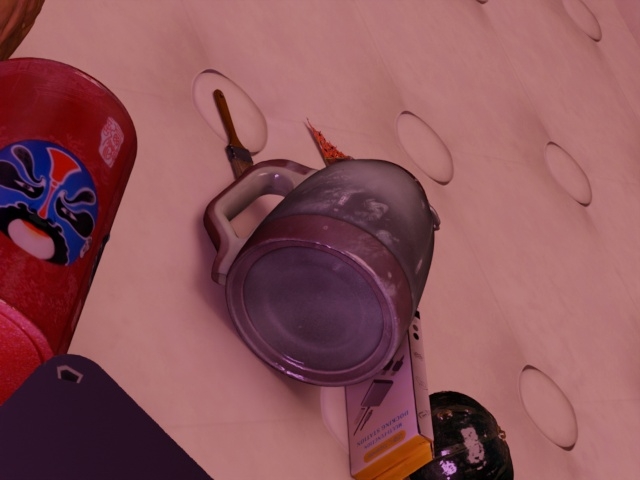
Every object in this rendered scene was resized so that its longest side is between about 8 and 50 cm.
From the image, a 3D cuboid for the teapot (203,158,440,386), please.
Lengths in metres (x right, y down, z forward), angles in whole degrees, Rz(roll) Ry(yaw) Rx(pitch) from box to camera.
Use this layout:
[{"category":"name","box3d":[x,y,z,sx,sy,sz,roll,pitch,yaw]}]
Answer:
[{"category":"teapot","box3d":[0.000,0.000,1.969,0.315,0.233,0.312,18,37,11]}]

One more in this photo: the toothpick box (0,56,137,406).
[{"category":"toothpick box","box3d":[-0.319,-0.007,1.511,0.204,0.204,0.333,38,38,-24]}]

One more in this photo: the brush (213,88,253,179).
[{"category":"brush","box3d":[-0.125,-0.150,2.145,0.043,0.014,0.170,15,47,-48]}]

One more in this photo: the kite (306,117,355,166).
[{"category":"kite","box3d":[0.050,-0.088,2.322,0.222,0.008,0.125,38,34,-24]}]

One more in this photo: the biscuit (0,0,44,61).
[{"category":"biscuit","box3d":[-0.372,-0.221,1.628,0.051,0.269,0.376,36,65,-1]}]

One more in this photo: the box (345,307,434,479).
[{"category":"box","box3d":[0.087,0.206,1.962,0.033,0.129,0.247,31,37,-31]}]

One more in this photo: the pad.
[{"category":"pad","box3d":[-0.251,0.323,1.316,0.375,0.063,0.315,-47,108,-18]}]

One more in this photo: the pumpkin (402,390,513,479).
[{"category":"pumpkin","box3d":[0.179,0.289,1.973,0.190,0.146,0.190,47,24,-30]}]

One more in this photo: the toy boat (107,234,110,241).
[{"category":"toy boat","box3d":[-0.324,-0.085,1.743,0.102,0.088,0.215,-8,67,-52]}]
